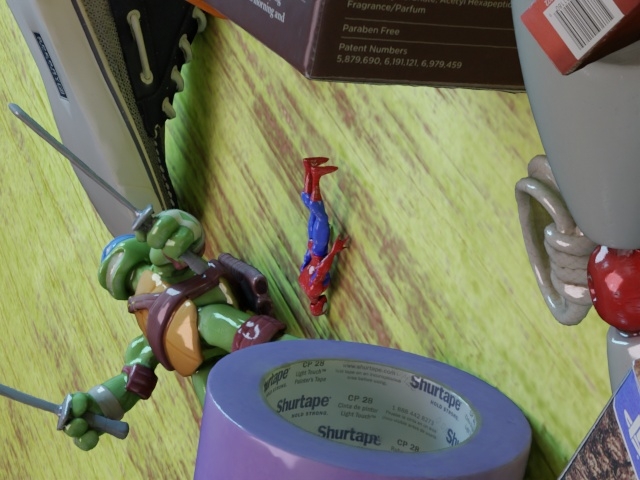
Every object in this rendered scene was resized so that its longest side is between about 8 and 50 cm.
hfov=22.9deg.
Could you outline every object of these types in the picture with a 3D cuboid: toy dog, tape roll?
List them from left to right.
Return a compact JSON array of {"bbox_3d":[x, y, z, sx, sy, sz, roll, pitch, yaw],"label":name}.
[{"bbox_3d":[0.022,0.128,0.912,0.189,0.189,0.080,38,124,56],"label":"tape roll"},{"bbox_3d":[0.171,-0.056,0.670,0.220,0.161,0.333,-109,0,-47],"label":"toy dog"}]

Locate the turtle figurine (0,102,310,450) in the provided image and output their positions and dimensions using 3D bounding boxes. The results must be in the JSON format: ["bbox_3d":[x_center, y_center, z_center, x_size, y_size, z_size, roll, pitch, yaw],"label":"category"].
[{"bbox_3d":[-0.122,0.082,1.140,0.266,0.275,0.197,34,89,32],"label":"turtle figurine"}]

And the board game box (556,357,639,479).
[{"bbox_3d":[0.177,0.195,0.587,0.291,0.141,0.232,103,154,-59],"label":"board game box"}]

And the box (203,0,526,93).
[{"bbox_3d":[0.047,-0.204,0.889,0.168,0.167,0.203,44,128,55],"label":"box"}]

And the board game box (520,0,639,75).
[{"bbox_3d":[0.197,-0.141,0.501,0.027,0.281,0.145,56,144,8],"label":"board game box"}]

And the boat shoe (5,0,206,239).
[{"bbox_3d":[-0.147,-0.145,1.333,0.127,0.158,0.340,30,144,54],"label":"boat shoe"}]

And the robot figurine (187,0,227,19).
[{"bbox_3d":[-0.085,-0.278,1.182,0.158,0.128,0.219,132,132,-61],"label":"robot figurine"}]

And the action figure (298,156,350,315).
[{"bbox_3d":[0.000,0.000,1.128,0.038,0.030,0.115,-138,48,-61],"label":"action figure"}]
